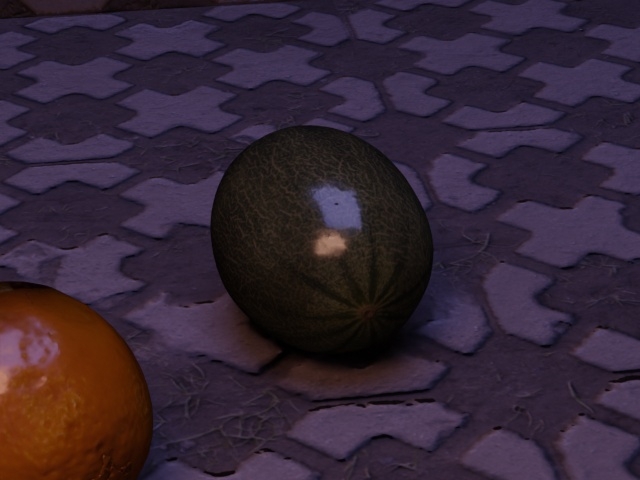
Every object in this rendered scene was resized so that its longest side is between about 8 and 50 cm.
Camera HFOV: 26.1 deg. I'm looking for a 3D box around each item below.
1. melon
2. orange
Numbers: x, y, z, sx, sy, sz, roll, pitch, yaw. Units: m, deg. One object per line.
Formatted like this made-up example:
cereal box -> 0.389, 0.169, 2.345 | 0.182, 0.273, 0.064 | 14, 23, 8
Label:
melon -> 0.000, 0.000, 1.541 | 0.237, 0.237, 0.301 | -11, 31, -18
orange -> -0.273, 0.159, 1.244 | 0.246, 0.246, 0.246 | -1, 28, 0
